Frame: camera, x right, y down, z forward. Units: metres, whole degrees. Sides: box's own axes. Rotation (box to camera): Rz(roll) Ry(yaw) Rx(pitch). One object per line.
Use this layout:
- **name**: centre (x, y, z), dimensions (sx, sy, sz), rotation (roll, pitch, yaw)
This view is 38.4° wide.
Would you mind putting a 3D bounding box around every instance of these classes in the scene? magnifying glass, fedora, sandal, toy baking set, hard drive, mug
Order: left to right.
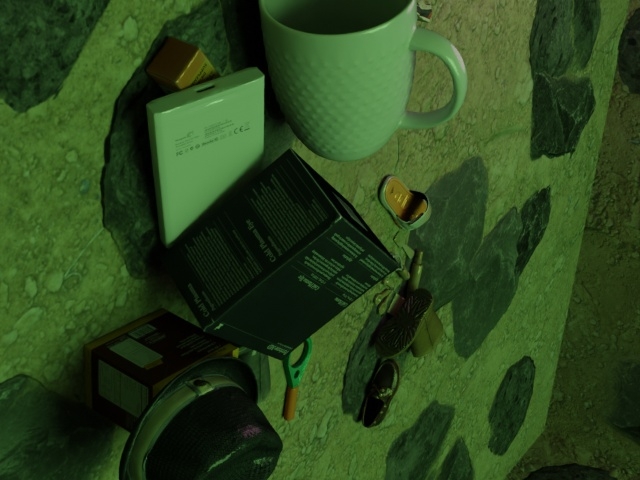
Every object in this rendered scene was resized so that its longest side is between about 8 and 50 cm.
- **hard drive**: centre (-0.190, -0.136, 1.581), dimensions (0.203, 0.040, 0.308), rotation (-24, 143, -24)
- **fedora**: centre (-0.174, 0.358, 1.542), dimensions (0.334, 0.152, 0.334), rotation (-37, 139, -40)
- **magnifying glass**: centre (-0.061, 0.327, 2.200), dimensions (0.092, 0.026, 0.231), rotation (-20, 126, -51)
- **mug**: centre (0.085, -0.311, 1.689), dimensions (0.328, 0.374, 0.276), rotation (84, 23, -47)
- **toy baking set**: centre (0.219, 0.097, 2.480), dimensions (0.196, 0.030, 0.256), rotation (-8, 116, -55)
- **sandal**: centre (0.230, -0.083, 2.337), dimensions (0.265, 0.076, 0.102), rotation (32, 82, -59)

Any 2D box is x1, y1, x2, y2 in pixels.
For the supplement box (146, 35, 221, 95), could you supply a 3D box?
- **supplement box**: centre (-0.199, -0.243, 1.573), dimensions (0.078, 0.080, 0.233), rotation (-58, 151, -12)

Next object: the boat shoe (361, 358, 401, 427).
- **boat shoe**: centre (0.168, 0.431, 2.572), dimensions (0.073, 0.073, 0.207), rotation (-11, 118, -56)

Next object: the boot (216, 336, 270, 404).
- **boot**: centre (-0.166, 0.273, 1.972), dimensions (0.189, 0.076, 0.209), rotation (-25, 136, -46)

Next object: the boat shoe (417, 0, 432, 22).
- **boat shoe**: centre (0.214, -0.523, 2.062), dimensions (0.137, 0.049, 0.043), rotation (-1, 107, -59)

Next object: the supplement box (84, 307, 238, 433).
- **supplement box**: centre (-0.282, 0.242, 1.638), dimensions (0.191, 0.194, 0.129), rotation (-26, 130, -48)

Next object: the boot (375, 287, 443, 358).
- **boot**: centre (0.261, 0.277, 2.596), dimensions (0.236, 0.089, 0.269), rotation (-48, 153, -13)

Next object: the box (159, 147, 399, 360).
- **box**: centre (-0.067, 0.040, 1.722), dimensions (0.312, 0.179, 0.343), rotation (-40, 154, 6)
